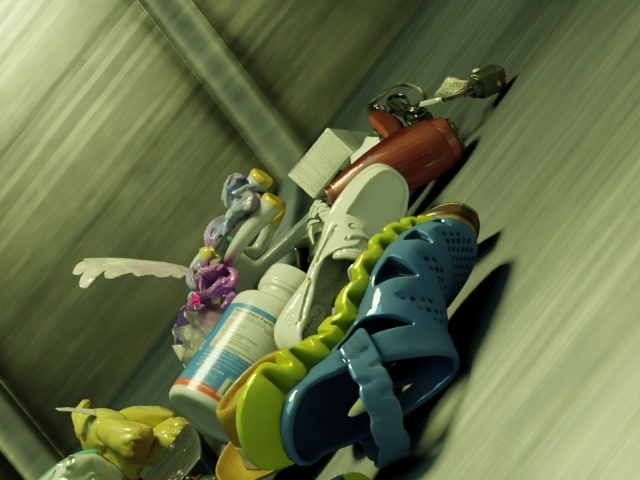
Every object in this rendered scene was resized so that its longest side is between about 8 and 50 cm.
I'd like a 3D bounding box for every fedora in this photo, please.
[{"bbox_3d":[-0.046,0.171,1.420,0.194,0.079,0.194,-34,14,10],"label":"fedora"}]

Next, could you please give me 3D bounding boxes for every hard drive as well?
[{"bbox_3d":[-0.196,0.331,1.767,0.172,0.054,0.254,-52,8,-5],"label":"hard drive"}]

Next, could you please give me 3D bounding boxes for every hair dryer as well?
[{"bbox_3d":[0.109,-0.127,1.824,0.223,0.080,0.293,-7,29,48],"label":"hair dryer"}]

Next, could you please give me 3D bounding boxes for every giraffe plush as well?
[{"bbox_3d":[-0.293,0.336,1.979,0.181,0.210,0.170,-148,67,-78],"label":"giraffe plush"}]

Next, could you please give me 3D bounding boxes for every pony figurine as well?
[{"bbox_3d":[-0.172,0.061,2.224,0.363,0.303,0.351,-53,-24,13],"label":"pony figurine"}]

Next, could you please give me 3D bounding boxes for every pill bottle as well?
[{"bbox_3d":[-0.083,0.142,1.721,0.221,0.124,0.124,-55,9,-26],"label":"pill bottle"}]

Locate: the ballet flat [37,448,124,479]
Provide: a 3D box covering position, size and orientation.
[{"bbox_3d":[-0.321,0.410,1.453,0.409,0.147,0.147,-52,8,17],"label":"ballet flat"}]

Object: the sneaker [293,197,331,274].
[{"bbox_3d":[0.000,0.000,2.029,0.106,0.078,0.234,-49,10,1],"label":"sneaker"}]

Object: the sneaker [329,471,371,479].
[{"bbox_3d":[-0.010,0.251,1.120,0.144,0.053,0.059,-45,8,-11],"label":"sneaker"}]

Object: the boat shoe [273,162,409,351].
[{"bbox_3d":[0.041,0.027,1.658,0.277,0.098,0.096,-63,11,-14],"label":"boat shoe"}]

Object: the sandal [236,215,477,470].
[{"bbox_3d":[0.067,0.097,1.202,0.138,0.126,0.317,11,46,33],"label":"sandal"}]

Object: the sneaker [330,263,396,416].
[{"bbox_3d":[0.036,0.108,1.343,0.085,0.086,0.237,-44,16,35],"label":"sneaker"}]

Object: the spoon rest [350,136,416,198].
[{"bbox_3d":[0.089,-0.101,1.963,0.137,0.084,0.276,-51,8,7],"label":"spoon rest"}]

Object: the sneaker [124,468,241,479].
[{"bbox_3d":[-0.193,0.298,1.514,0.281,0.162,0.106,-44,12,44],"label":"sneaker"}]

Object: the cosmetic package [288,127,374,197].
[{"bbox_3d":[0.036,-0.121,2.171,0.099,0.060,0.239,-48,-11,14],"label":"cosmetic package"}]

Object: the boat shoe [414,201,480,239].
[{"bbox_3d":[0.103,0.011,1.444,0.207,0.073,0.073,-42,15,49],"label":"boat shoe"}]
